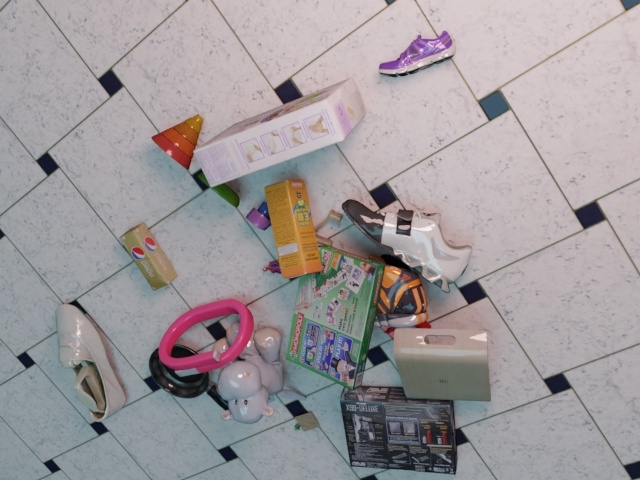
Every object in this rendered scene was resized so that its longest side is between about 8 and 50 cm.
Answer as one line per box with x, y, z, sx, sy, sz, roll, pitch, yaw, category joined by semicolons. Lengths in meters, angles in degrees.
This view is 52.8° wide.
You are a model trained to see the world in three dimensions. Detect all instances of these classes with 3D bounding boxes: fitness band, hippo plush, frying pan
-0.316;0.261;1.764;0.291;0.209;0.054;-16;132;24;fitness band
-0.216;0.399;1.782;0.234;0.236;0.294;-9;112;20;hippo plush
-0.361;0.408;1.937;0.326;0.053;0.197;15;118;7;frying pan

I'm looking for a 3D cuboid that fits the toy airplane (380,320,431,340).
0.209;0.203;1.680;0.151;0.028;0.151;7;115;15;toy airplane

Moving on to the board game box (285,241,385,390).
0.032;0.182;1.595;0.213;0.046;0.317;19;105;33;board game box

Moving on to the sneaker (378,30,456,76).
0.203;-0.399;1.384;0.170;0.068;0.071;-18;93;15;sneaker

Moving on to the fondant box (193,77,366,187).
-0.084;-0.242;1.434;0.330;0.238;0.096;-17;108;23;fondant box

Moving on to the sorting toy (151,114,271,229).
-0.241;-0.181;1.609;0.365;0.127;0.126;39;90;-7;sorting toy

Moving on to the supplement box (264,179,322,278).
-0.066;-0.029;1.570;0.080;0.078;0.233;-16;85;35;supplement box

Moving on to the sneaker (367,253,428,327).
0.117;0.126;1.633;0.321;0.124;0.180;-8;94;31;sneaker

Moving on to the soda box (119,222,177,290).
-0.477;0.046;1.792;0.058;0.061;0.181;-23;107;24;soda box

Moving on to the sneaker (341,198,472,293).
0.210;-0.027;1.534;0.330;0.122;0.146;34;102;0;sneaker

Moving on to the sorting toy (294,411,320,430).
-0.050;0.545;1.931;0.083;0.012;0.062;-22;112;21;sorting toy

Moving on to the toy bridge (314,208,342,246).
0.000;0.000;1.647;0.063;0.026;0.188;23;119;6;toy bridge

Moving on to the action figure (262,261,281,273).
-0.101;0.071;1.711;0.115;0.030;0.038;-8;117;22;action figure

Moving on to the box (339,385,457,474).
0.220;0.529;1.806;0.307;0.076;0.242;-2;114;18;box

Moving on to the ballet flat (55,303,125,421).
-0.728;0.390;1.994;0.139;0.139;0.400;-11;111;21;ballet flat

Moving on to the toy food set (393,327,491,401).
0.313;0.313;1.621;0.220;0.092;0.306;-1;143;16;toy food set
